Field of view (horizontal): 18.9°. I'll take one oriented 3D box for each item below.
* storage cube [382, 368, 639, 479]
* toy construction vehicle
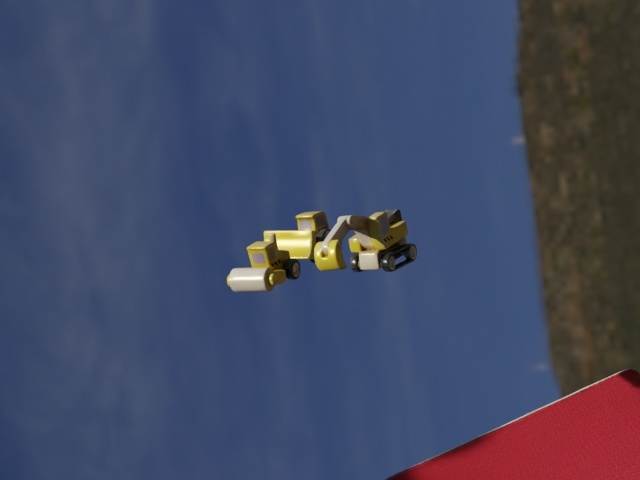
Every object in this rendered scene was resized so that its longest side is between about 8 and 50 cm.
[{"bbox_3d":[0.147,0.227,1.172,0.184,0.215,0.193,86,159,-61],"label":"storage cube"},{"bbox_3d":[0.000,0.000,1.019,0.098,0.086,0.035,-23,-71,-56],"label":"toy construction vehicle"}]
